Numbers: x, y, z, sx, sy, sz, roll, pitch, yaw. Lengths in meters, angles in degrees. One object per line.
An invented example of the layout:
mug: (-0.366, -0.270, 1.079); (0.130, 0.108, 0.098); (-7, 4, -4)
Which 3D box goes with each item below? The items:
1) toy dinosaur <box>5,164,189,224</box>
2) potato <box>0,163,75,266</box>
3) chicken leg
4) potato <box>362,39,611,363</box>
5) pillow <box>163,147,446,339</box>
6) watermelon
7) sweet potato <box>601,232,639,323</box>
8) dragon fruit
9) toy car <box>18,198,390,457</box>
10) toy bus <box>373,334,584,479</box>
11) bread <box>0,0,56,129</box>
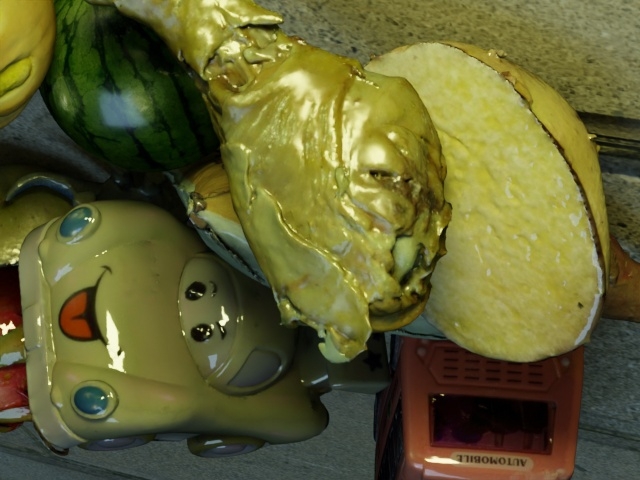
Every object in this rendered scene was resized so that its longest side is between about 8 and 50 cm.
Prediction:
toy dinosaur: (-0.217, -0.020, 2.041); (0.247, 0.075, 0.188); (5, 154, -5)
potato: (-0.350, -0.026, 2.067); (0.202, 0.117, 0.182); (-9, -175, -15)
chicken leg: (-0.050, -0.112, 1.487); (0.429, 0.201, 0.153); (49, -168, 0)
potato: (0.141, -0.046, 1.579); (0.239, 0.116, 0.299); (-20, 102, 39)
pillow: (0.000, 0.000, 1.773); (0.312, 0.119, 0.310); (24, -177, -13)
watermelon: (-0.180, -0.141, 1.696); (0.204, 0.127, 0.232); (14, 151, 25)
sweet potato: (0.241, 0.019, 1.713); (0.385, 0.109, 0.109); (26, 156, -10)
dragon fruit: (-0.374, 0.115, 2.255); (0.243, 0.228, 0.307); (-15, 176, 43)
toy car: (-0.118, 0.090, 1.902); (0.226, 0.242, 0.336); (-21, 158, 38)
toy bus: (0.164, 0.228, 2.026); (0.203, 0.233, 0.427); (5, 154, -1)
bread: (-0.385, -0.205, 1.616); (0.333, 0.160, 0.333); (23, 143, 19)
